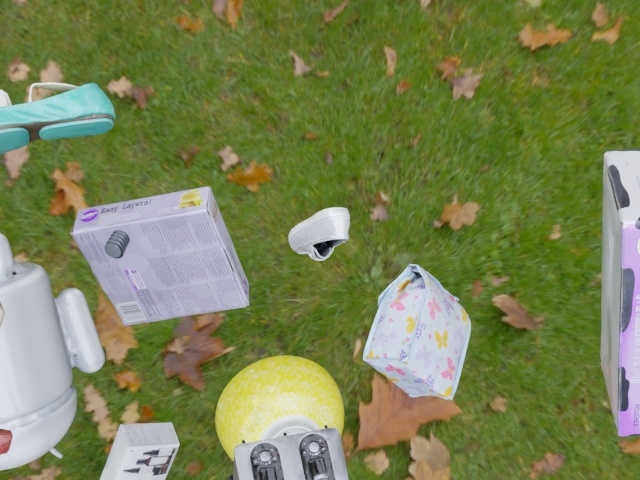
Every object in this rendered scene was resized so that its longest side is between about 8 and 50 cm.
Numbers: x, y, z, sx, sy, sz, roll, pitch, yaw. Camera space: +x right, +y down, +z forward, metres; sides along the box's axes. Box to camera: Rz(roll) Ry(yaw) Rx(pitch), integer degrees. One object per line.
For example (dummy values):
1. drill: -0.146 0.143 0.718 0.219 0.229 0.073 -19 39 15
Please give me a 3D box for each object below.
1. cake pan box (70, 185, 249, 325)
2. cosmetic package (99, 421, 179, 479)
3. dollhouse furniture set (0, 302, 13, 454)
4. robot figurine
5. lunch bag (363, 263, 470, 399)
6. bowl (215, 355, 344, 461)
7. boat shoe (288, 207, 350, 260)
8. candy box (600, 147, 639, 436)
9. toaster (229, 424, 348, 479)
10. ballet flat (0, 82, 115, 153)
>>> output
1. cake pan box: -0.274 0.038 1.603 0.245 0.267 0.070 -9 43 10
2. cosmetic package: -0.337 0.430 1.608 0.098 0.060 0.239 6 124 -30
3. dollhouse furniture set: -0.329 0.052 0.735 0.152 0.201 0.374 12 102 -35
4. robot figurine: -0.451 0.162 1.237 0.299 0.199 0.354 -14 104 -22
5. lunch bag: 0.076 0.070 0.688 0.053 0.071 0.083 -2 58 42
6. bowl: -0.072 0.408 1.927 0.289 0.156 0.290 -5 109 -13
7. boat shoe: 0.000 0.000 1.499 0.066 0.184 0.063 4 72 -30
8. candy box: 0.262 0.026 0.503 0.196 0.070 0.165 -5 127 11
9. toaster: -0.052 0.378 1.407 0.168 0.186 0.110 -7 59 -11
10. ballet flat: -0.426 -0.180 1.307 0.247 0.083 0.087 -15 75 -22
